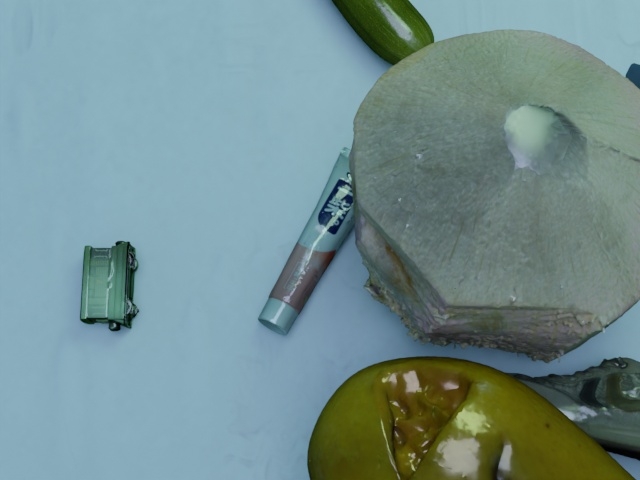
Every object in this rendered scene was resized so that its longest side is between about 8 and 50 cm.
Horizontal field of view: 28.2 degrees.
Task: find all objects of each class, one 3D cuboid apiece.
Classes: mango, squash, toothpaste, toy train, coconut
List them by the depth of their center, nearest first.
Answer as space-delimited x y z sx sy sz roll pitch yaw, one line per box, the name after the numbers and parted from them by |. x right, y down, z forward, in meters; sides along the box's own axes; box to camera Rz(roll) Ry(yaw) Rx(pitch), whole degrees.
0.162 0.237 1.135 0.365 0.253 0.182 23 53 -1 | mango
0.168 -0.036 1.159 0.298 0.309 0.297 0 74 2 | coconut
-0.213 0.046 1.289 0.056 0.038 0.093 0 77 3 | toy train
0.000 0.000 1.299 0.056 0.036 0.205 28 75 6 | toothpaste
0.042 -0.270 1.345 0.069 0.069 0.258 -32 78 -6 | squash

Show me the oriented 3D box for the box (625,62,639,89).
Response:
0.327 -0.130 1.307 0.054 0.074 0.099 25 78 21 | box

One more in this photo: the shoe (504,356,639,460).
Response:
0.278 0.156 1.226 0.275 0.103 0.098 12 76 -2 | shoe
